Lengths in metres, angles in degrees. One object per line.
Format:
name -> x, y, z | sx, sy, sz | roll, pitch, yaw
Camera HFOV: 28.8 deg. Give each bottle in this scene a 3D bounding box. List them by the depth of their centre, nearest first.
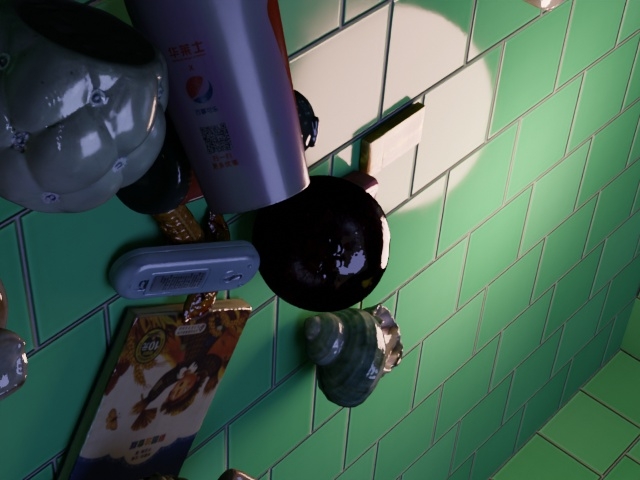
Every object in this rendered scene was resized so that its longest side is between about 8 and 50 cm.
bottle -> -0.134, -0.136, 1.724 | 0.336, 0.144, 0.144 | -20, 135, -50

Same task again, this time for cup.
cup -> -0.115, -0.189, 1.520 | 0.203, 0.203, 0.289 | -30, 111, -41

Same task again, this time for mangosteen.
mangosteen -> 0.000, 0.000, 2.031 | 0.228, 0.228, 0.265 | -61, -172, 7

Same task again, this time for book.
book -> -0.286, 0.291, 2.032 | 0.300, 0.039, 0.428 | -2, 120, -57

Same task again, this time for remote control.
remote control -> -0.196, 0.045, 1.844 | 0.244, 0.047, 0.087 | -5, 136, -35

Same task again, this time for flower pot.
flower pot -> -0.289, -0.148, 1.369 | 0.246, 0.246, 0.195 | -12, 135, -53

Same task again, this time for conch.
conch -> 0.063, 0.209, 2.381 | 0.277, 0.195, 0.220 | 28, 74, -39

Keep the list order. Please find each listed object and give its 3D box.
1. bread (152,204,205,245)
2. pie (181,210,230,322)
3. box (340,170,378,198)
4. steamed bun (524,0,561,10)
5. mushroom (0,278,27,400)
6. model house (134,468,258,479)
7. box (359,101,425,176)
bread -> -0.211, -0.028, 1.816 | 0.052, 0.044, 0.157 | -38, 149, -6
pie -> -0.166, 0.037, 1.944 | 0.088, 0.033, 0.191 | -7, 114, -68
box -> 0.039, -0.036, 2.194 | 0.111, 0.060, 0.156 | -30, 143, -43
steamed bun -> 0.403, -0.536, 2.160 | 0.242, 0.146, 0.164 | -54, 157, -7
mushroom -> -0.440, 0.113, 1.409 | 0.243, 0.243, 0.244 | -38, 147, -31
model house -> -0.235, 0.601, 2.075 | 0.445, 0.395, 0.400 | -53, 166, 10
box -> 0.128, -0.178, 2.224 | 0.156, 0.022, 0.089 | -35, 145, -35
